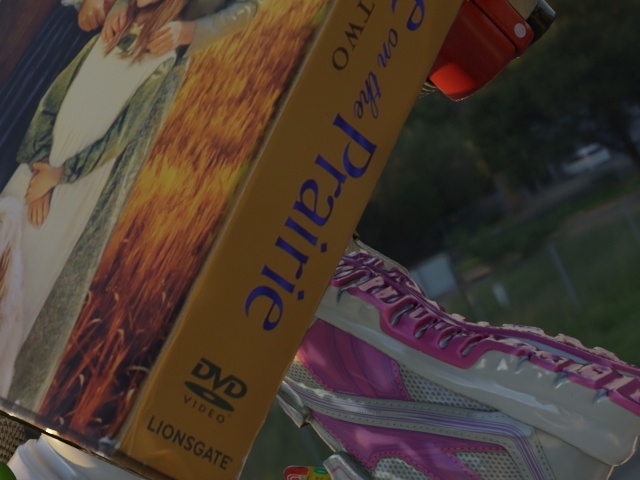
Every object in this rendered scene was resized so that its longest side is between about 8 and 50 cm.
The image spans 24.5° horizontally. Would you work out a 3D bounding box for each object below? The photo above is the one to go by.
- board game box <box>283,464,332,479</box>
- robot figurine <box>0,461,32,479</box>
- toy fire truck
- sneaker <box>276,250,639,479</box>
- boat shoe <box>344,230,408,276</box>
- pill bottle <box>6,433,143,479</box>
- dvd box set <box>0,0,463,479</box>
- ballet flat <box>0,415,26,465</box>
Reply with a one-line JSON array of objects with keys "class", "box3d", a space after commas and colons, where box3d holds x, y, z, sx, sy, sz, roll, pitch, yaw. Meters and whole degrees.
[{"class": "board game box", "box3d": [0.096, 0.249, 1.213, 0.259, 0.124, 0.039, 6, 41, 21]}, {"class": "robot figurine", "box3d": [-0.093, 0.123, 0.469, 0.067, 0.101, 0.115, -41, 41, 2]}, {"class": "toy fire truck", "box3d": [0.080, -0.181, 1.489, 0.217, 0.158, 0.246, -16, 35, 58]}, {"class": "sneaker", "box3d": [0.026, 0.075, 0.700, 0.252, 0.111, 0.103, 22, 11, 22]}, {"class": "boat shoe", "box3d": [0.000, 0.000, 1.210, 0.063, 0.170, 0.059, -79, 12, -63]}, {"class": "pill bottle", "box3d": [-0.144, 0.127, 1.295, 0.301, 0.169, 0.169, -53, 6, -1]}, {"class": "dvd box set", "box3d": [-0.063, -0.129, 0.611, 0.307, 0.062, 0.420, 14, 74, 45]}, {"class": "ballet flat", "box3d": [-0.368, 0.374, 1.533, 0.164, 0.483, 0.182, 0, 24, 3]}]
